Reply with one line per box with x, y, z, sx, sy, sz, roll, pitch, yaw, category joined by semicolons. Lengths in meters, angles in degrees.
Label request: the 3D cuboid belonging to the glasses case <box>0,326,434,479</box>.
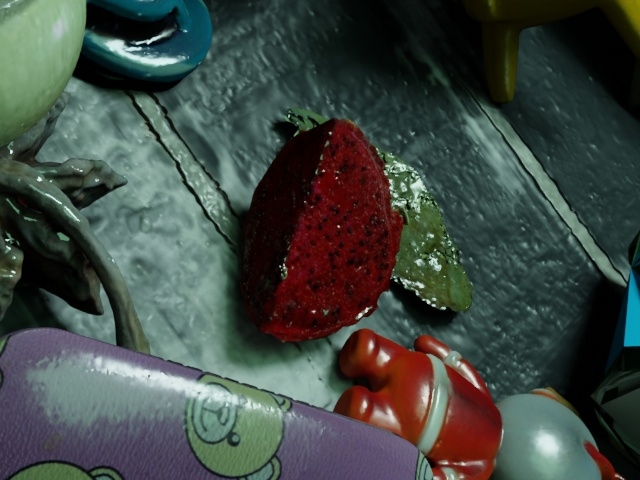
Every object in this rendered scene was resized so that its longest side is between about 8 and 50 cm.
-0.066;0.143;0.671;0.316;0.076;0.123;21;80;-26;glasses case

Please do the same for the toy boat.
-0.198;-0.219;0.788;0.299;0.092;0.134;27;49;-21;toy boat

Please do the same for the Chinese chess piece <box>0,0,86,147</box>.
-0.252;-0.135;0.639;0.238;0.092;0.237;6;45;-6;Chinese chess piece

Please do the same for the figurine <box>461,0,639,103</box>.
0.186;-0.355;1.027;0.401;0.268;0.387;13;56;-36;figurine

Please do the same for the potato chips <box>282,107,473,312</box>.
0.041;-0.021;0.894;0.142;0.026;0.209;-26;82;-40;potato chips

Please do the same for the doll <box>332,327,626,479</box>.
0.123;0.144;0.826;0.245;0.076;0.142;25;44;-18;doll

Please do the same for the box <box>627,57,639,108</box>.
0.408;-0.270;1.117;0.143;0.273;0.184;14;45;18;box

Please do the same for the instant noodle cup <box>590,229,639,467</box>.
0.342;0.095;0.925;0.240;0.240;0.178;40;56;-11;instant noodle cup

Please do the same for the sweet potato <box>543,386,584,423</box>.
0.211;0.200;0.884;0.044;0.044;0.179;4;67;-35;sweet potato

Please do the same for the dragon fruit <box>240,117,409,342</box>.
0.000;0.000;0.818;0.106;0.083;0.162;22;80;-36;dragon fruit

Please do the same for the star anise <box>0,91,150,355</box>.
-0.197;-0.018;0.674;0.231;0.089;0.209;19;63;-13;star anise
